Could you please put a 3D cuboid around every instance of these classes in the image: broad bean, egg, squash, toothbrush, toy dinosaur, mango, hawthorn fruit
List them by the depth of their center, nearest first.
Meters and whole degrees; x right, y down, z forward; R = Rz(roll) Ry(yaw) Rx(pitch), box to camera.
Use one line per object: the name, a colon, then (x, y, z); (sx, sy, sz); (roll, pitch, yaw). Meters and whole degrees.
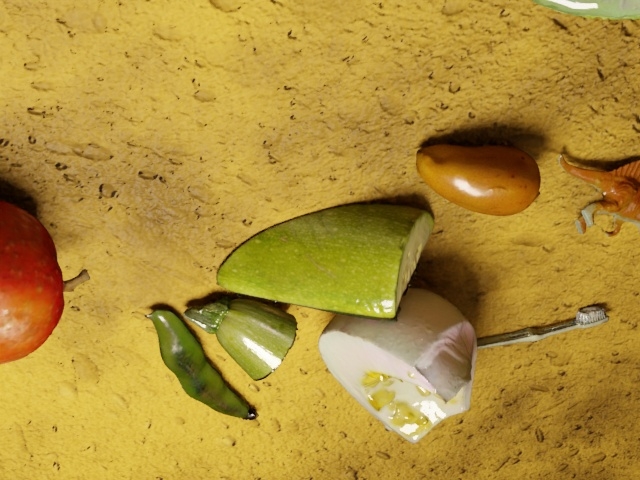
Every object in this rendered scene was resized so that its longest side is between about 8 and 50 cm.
hawthorn fruit: (-0.381, 0.050, 1.466); (0.253, 0.205, 0.205); (5, 132, -28)
mango: (0.197, -0.072, 1.587); (0.159, 0.105, 0.084); (0, 115, -12)
squash: (0.000, 0.000, 1.657); (0.252, 0.169, 0.093); (10, 137, 20)
squash: (-0.110, 0.108, 1.695); (0.132, 0.105, 0.105); (36, 117, -19)
toy dinosaur: (0.403, -0.063, 1.697); (0.142, 0.057, 0.212); (-32, 137, -2)
egg: (0.121, 0.138, 1.716); (0.162, 0.206, 0.271); (-49, 162, -22)
broad bean: (-0.168, 0.186, 1.772); (0.060, 0.043, 0.297); (-33, 136, 0)
toothbrush: (0.282, 0.141, 1.881); (0.294, 0.026, 0.028); (-15, 118, -3)

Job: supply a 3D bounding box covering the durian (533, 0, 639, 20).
durian: (0.214, -0.304, 1.294); (0.394, 0.198, 0.163); (20, 126, -30)
